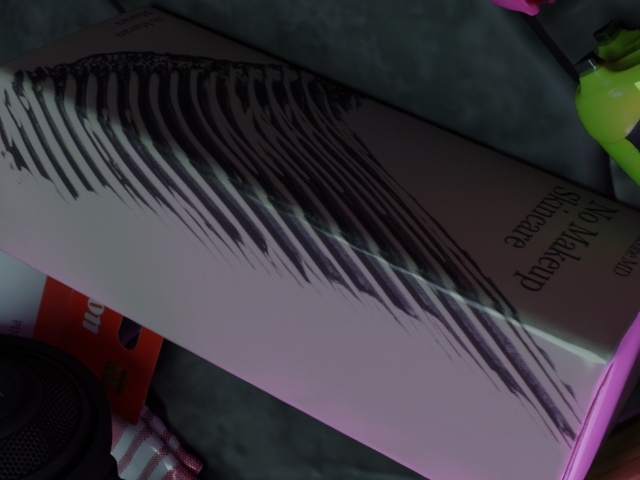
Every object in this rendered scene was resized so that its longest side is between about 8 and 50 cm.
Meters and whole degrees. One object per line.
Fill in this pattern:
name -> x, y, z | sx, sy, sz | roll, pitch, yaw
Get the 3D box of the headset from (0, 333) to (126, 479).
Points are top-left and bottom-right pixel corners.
headset -> -0.155, 0.176, 0.618 | 0.394, 0.185, 0.243 | -9, 117, 30

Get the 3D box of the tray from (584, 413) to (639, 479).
tray -> 0.087, 0.246, 0.610 | 0.203, 0.076, 0.411 | 49, 130, -1

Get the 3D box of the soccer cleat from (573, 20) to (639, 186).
soccer cleat -> 0.166, -0.066, 0.402 | 0.179, 0.060, 0.072 | -24, 110, 46

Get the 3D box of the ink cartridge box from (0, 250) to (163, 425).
ink cartridge box -> -0.164, 0.010, 0.652 | 0.179, 0.045, 0.145 | 29, 119, 17

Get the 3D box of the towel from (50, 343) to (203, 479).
towel -> -0.169, 0.112, 0.738 | 0.197, 0.029, 0.144 | 43, 130, 6

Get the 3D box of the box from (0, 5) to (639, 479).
box -> 0.000, 0.000, 0.509 | 0.275, 0.113, 0.094 | 24, 125, 19

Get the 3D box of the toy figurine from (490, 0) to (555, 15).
toy figurine -> 0.104, -0.136, 0.386 | 0.173, 0.130, 0.159 | 21, 144, -7
